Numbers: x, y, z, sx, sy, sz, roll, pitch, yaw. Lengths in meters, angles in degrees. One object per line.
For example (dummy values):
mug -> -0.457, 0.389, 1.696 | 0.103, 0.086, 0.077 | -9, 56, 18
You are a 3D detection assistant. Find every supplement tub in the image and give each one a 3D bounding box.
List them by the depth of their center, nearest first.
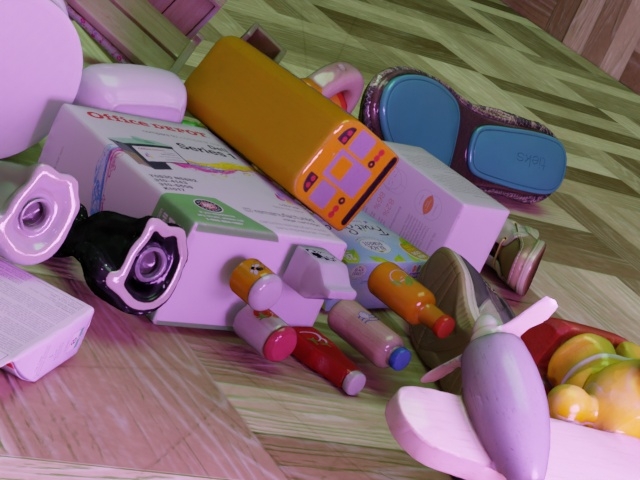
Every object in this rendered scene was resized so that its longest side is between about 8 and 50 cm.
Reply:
supplement tub -> -0.409, -0.240, 1.832 | 0.228, 0.228, 0.316 | 9, 22, -39

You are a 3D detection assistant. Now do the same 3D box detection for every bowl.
bowl -> -0.213, -0.119, 1.848 | 0.142, 0.142, 0.053 | 2, 29, -38

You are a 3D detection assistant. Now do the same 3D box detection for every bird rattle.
bird rattle -> -0.013, -0.136, 2.122 | 0.253, 0.207, 0.143 | -14, 59, -49

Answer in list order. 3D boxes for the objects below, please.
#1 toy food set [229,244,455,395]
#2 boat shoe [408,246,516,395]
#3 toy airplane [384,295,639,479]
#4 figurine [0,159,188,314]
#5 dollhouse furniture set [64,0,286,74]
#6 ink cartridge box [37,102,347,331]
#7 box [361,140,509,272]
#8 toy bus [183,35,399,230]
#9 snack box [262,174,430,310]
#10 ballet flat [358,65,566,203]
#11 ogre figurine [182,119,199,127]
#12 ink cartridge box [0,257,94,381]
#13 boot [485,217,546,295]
toy food set -> 0.017, 0.081, 1.648 | 0.232, 0.111, 0.104 | 7, 24, -49
boat shoe -> 0.169, 0.108, 1.803 | 0.092, 0.102, 0.285 | 22, 21, -23
toy airplane -> 0.278, 0.186, 1.421 | 0.384, 0.272, 0.386 | 31, 19, 19
figurine -> -0.264, -0.020, 1.558 | 0.215, 0.092, 0.209 | 27, -6, -41
dollhouse furniture set -> -0.242, -0.223, 2.182 | 0.303, 0.174, 0.355 | 42, 31, -10
ink cartridge box -> -0.142, -0.023, 1.733 | 0.201, 0.117, 0.278 | 8, 23, -42
box -> 0.122, -0.025, 2.060 | 0.091, 0.130, 0.170 | 6, 26, -46
toy bus -> -0.050, -0.130, 1.886 | 0.130, 0.108, 0.333 | 37, 2, -42
snack box -> 0.000, 0.000, 1.932 | 0.207, 0.070, 0.174 | 37, 21, 31
ballet flat -> 0.168, -0.147, 2.492 | 0.182, 0.164, 0.483 | 11, -1, 42
ogre figurine -> -0.199, -0.136, 2.029 | 0.118, 0.097, 0.197 | 28, 25, -28
ink cartridge box -> -0.314, 0.064, 1.382 | 0.181, 0.056, 0.225 | 28, 23, 10
boot -> 0.204, -0.003, 2.196 | 0.165, 0.077, 0.213 | 24, 12, -1
